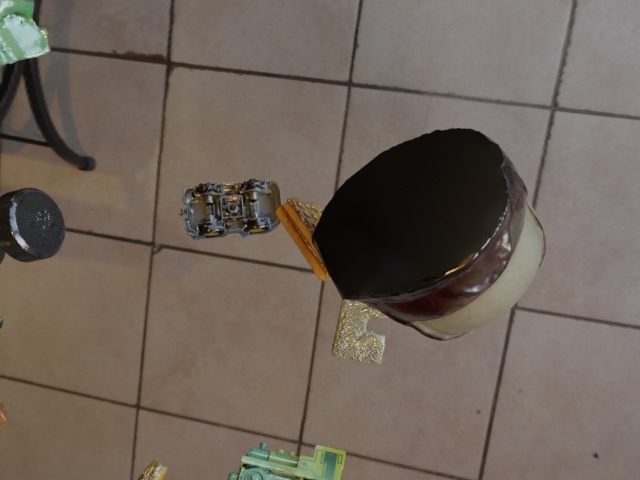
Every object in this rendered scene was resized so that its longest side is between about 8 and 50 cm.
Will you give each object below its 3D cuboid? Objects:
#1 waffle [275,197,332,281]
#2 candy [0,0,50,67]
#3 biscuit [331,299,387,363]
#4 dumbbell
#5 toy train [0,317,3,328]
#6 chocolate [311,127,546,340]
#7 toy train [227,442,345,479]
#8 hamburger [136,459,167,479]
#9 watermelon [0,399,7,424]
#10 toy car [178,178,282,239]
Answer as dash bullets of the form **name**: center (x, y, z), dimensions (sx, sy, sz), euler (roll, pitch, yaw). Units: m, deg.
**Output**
- **waffle**: center (-0.001, 0.000, 0.891), dimensions (0.042, 0.102, 0.148), euler (-43, 67, 19)
- **candy**: center (-0.411, -0.181, 0.334), dimensions (0.172, 0.398, 0.262), euler (8, 124, 43)
- **biscuit**: center (0.125, 0.220, 1.573), dimensions (0.147, 0.046, 0.249), euler (12, 91, -2)
- **dumbbell**: center (-0.670, -0.016, 1.165), dimensions (0.218, 0.152, 0.152), euler (-12, 95, 15)
- **toy train**: center (-0.892, 0.214, 1.493), dimensions (0.053, 0.083, 0.033), euler (0, 70, -6)
- **chocolate**: center (0.156, 0.010, 0.735), dimensions (0.284, 0.283, 0.186), euler (-30, 126, 14)
- **toy train**: center (-0.112, 0.777, 1.835), dimensions (0.369, 0.237, 0.150), euler (12, 129, 3)
- **hamburger**: center (-0.598, 0.844, 1.943), dimensions (0.083, 0.138, 0.147), euler (36, 132, 3)
- **watermelon**: center (-0.699, 0.361, 1.170), dimensions (0.094, 0.135, 0.125), euler (8, 98, 1)
- **toy car**: center (-0.169, -0.054, 1.062), dimensions (0.191, 0.100, 0.097), euler (-5, 78, -6)
